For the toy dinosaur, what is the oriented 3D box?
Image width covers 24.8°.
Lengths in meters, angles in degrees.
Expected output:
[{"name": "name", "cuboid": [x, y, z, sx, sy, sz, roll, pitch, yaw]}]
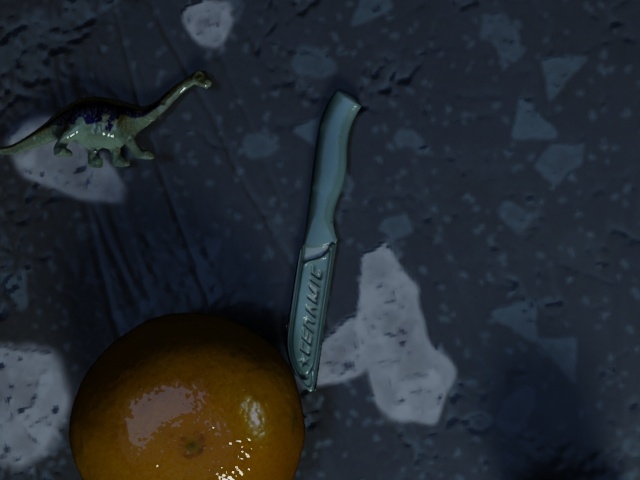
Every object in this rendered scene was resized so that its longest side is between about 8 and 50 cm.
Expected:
[{"name": "toy dinosaur", "cuboid": [-0.159, -0.073, 1.022, 0.180, 0.037, 0.058, -12, 65, 3]}]

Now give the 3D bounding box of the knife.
[{"name": "knife", "cuboid": [0.000, 0.000, 1.004, 0.028, 0.015, 0.210, 9, 93, 4]}]

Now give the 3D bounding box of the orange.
[{"name": "orange", "cuboid": [-0.088, 0.124, 0.969, 0.156, 0.124, 0.156, -1, 97, -6]}]
